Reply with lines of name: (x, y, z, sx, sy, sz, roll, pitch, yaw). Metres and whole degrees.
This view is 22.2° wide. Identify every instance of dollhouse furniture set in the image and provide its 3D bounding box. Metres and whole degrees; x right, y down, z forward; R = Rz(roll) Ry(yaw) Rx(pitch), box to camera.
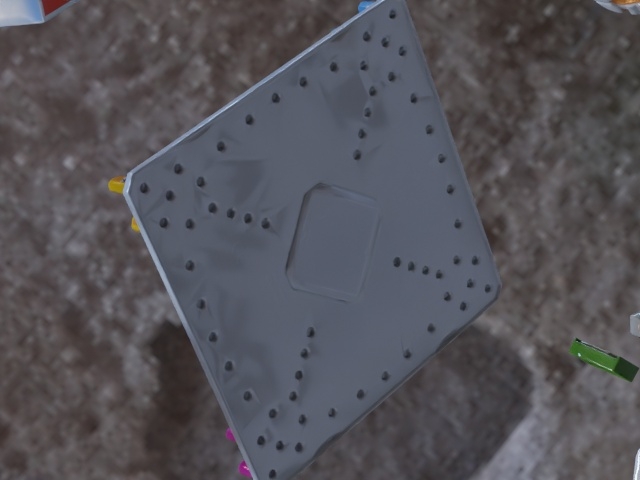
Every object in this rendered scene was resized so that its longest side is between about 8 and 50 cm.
dollhouse furniture set: (0.298, 0.054, 1.524, 0.076, 0.058, 0.152, 28, -91, -40)

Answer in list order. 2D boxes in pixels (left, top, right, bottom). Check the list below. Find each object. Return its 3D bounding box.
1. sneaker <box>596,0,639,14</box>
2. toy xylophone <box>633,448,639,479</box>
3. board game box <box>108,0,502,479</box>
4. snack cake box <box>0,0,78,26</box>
sneaker: (0.336, -0.256, 1.419, 0.084, 0.215, 0.083, 28, -115, -52)
toy xylophone: (0.401, 0.277, 1.309, 0.081, 0.322, 0.236, -16, -75, -48)
board game box: (0.000, 0.000, 1.705, 0.390, 0.050, 0.390, -38, -59, -30)
snack cake box: (-0.318, -0.372, 1.704, 0.152, 0.089, 0.264, -51, -45, -57)
